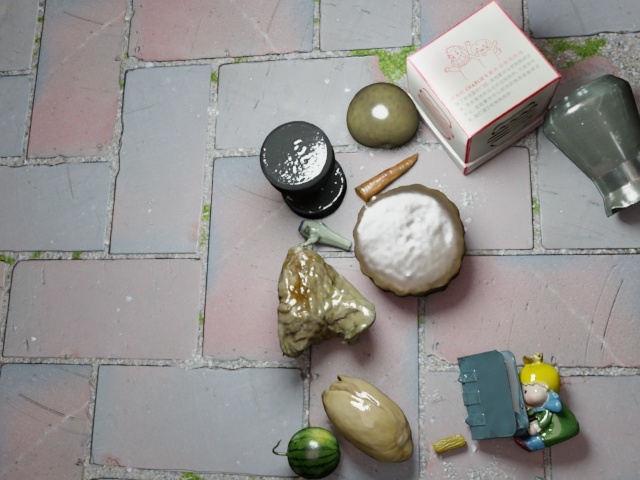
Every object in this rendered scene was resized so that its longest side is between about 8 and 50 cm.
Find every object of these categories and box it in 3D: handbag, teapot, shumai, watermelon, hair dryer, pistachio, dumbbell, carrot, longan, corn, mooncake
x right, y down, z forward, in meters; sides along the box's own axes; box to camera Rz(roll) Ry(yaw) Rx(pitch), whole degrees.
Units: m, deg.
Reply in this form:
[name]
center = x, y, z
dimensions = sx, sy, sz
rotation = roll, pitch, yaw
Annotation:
[handbag]
center = 0.457, 0.418, 1.795
dimensions = 0.179, 0.062, 0.229
rotation = -26, 66, 46
[teapot]
center = 0.814, -0.265, 1.849
dimensions = 0.300, 0.253, 0.343
rotation = -22, 80, -28
[shumai]
center = 0.024, 0.166, 1.853
dimensions = 0.263, 0.267, 0.313
rotation = -4, 83, 11
[watermelon]
center = -0.039, 0.587, 1.840
dimensions = 0.188, 0.141, 0.140
rotation = -2, 77, 12
[hair dryer]
center = 0.018, 0.003, 1.946
dimensions = 0.167, 0.199, 0.067
rotation = 17, 107, -10
[pistachio]
center = 0.132, 0.494, 1.822
dimensions = 0.293, 0.181, 0.162
rotation = 36, 49, 12
[dumbbell]
center = -0.042, -0.196, 1.916
dimensions = 0.204, 0.322, 0.203
rotation = -2, 77, 9
[carrot]
center = 0.211, -0.196, 2.021
dimensions = 0.224, 0.057, 0.057
rotation = -34, 74, -5
[longan]
center = 0.186, -0.373, 1.986
dimensions = 0.220, 0.196, 0.196
rotation = 10, 80, 19
[corn]
center = 0.355, 0.560, 1.830
dimensions = 0.092, 0.037, 0.037
rotation = -21, 75, 7
[mooncake]
center = 0.255, 0.007, 1.894
dimensions = 0.324, 0.187, 0.323
rotation = -2, 80, 10

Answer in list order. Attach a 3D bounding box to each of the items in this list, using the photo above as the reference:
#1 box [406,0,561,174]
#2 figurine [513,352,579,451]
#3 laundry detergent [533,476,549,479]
[box]
center = 0.452, -0.428, 1.894
dimensions = 0.314, 0.300, 0.312
rotation = -34, 75, 1
[figurine]
center = 0.572, 0.432, 1.787
dimensions = 0.185, 0.127, 0.234
rotation = -28, 84, 19
[laundry detergent]
center = 0.512, 0.793, 1.638
dimensions = 0.125, 0.264, 0.397
rotation = 23, 84, -23
